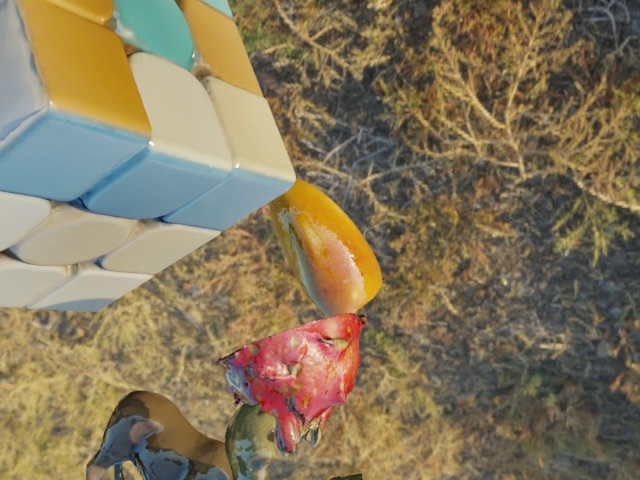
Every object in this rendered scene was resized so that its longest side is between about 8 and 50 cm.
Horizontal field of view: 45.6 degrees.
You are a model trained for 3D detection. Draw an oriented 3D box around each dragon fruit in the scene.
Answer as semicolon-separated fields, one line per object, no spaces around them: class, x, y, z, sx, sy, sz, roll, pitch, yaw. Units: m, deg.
dragon fruit;-0.013;0.139;0.724;0.153;0.153;0.111;-26;79;40

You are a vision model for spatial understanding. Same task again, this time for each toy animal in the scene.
toy animal;-0.086;0.180;0.561;0.214;0.186;0.094;38;-170;29

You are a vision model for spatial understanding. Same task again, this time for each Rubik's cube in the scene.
Rubik's cube;-0.291;-0.147;0.794;0.347;0.346;0.344;-29;159;26

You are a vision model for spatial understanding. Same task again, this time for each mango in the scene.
mango;0.000;0.000;1.344;0.138;0.187;0.257;-32;107;6
